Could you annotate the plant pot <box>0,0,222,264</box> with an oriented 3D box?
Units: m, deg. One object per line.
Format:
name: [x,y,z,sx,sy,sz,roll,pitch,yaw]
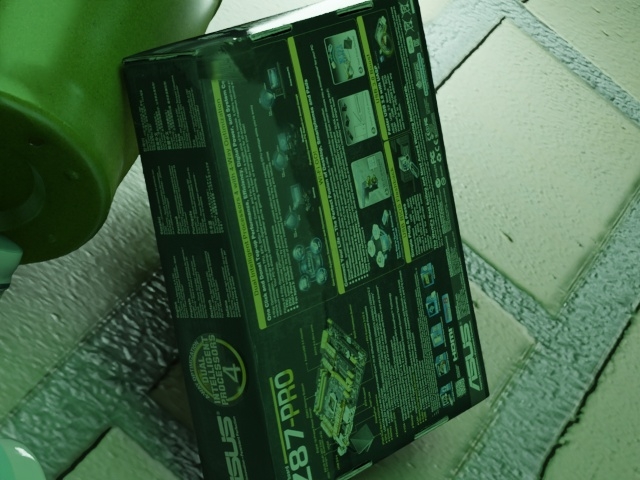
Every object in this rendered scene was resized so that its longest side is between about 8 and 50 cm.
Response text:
plant pot: [-0.267,-0.182,1.708,0.366,0.366,0.353,24,51,-19]

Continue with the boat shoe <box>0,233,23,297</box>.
boat shoe: [-0.375,0.044,1.478,0.136,0.156,0.367,26,6,23]

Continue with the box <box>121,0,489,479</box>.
box: [0.000,0.000,1.716,0.318,0.097,0.395,-25,108,-50]

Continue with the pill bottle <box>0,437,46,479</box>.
pill bottle: [-0.332,0.200,1.376,0.264,0.146,0.146,9,46,-33]
